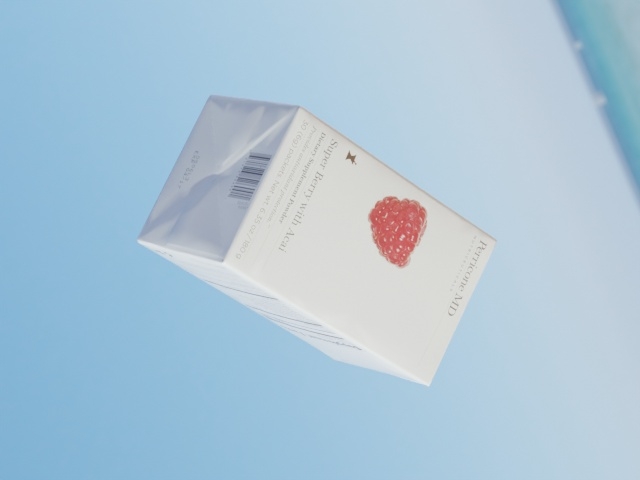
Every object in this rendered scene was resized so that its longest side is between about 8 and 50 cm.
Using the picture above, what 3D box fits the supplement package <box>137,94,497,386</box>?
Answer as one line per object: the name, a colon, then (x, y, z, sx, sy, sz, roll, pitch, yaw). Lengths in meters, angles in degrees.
supplement package: (0.000, 0.000, 1.963, 0.293, 0.177, 0.175, 32, 169, -34)
